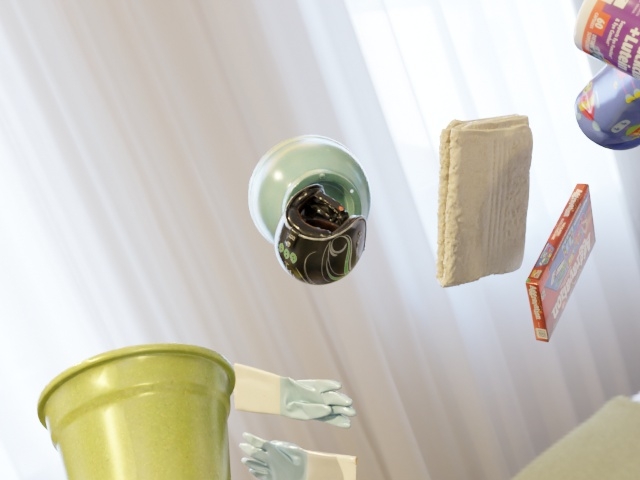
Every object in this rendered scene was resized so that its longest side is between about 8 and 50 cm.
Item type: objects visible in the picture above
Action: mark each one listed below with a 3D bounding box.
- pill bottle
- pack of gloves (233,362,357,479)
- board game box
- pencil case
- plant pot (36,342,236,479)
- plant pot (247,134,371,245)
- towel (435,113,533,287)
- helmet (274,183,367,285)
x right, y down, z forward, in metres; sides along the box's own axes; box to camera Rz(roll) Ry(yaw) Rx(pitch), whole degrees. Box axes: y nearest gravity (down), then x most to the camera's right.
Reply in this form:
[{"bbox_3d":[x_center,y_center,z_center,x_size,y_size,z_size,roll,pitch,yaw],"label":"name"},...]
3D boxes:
[{"bbox_3d":[0.372,-0.207,0.790,0.108,0.108,0.193,-30,54,-35],"label":"pill bottle"},{"bbox_3d":[-0.034,0.305,1.240,0.232,0.195,0.046,5,9,30],"label":"pack of gloves"},{"bbox_3d":[0.444,0.036,1.397,0.027,0.145,0.281,9,46,34],"label":"board game box"},{"bbox_3d":[0.452,-0.212,0.987,0.133,0.119,0.306,20,-15,-4],"label":"pencil case"},{"bbox_3d":[-0.224,0.316,1.013,0.276,0.276,0.254,-20,56,3],"label":"plant pot"},{"bbox_3d":[-0.009,-0.084,1.744,0.293,0.293,0.196,-22,17,-5],"label":"plant pot"},{"bbox_3d":[0.271,-0.067,1.278,0.187,0.282,0.049,-10,20,-31],"label":"towel"},{"bbox_3d":[0.000,0.000,1.363,0.169,0.161,0.169,1,51,-1],"label":"helmet"}]
